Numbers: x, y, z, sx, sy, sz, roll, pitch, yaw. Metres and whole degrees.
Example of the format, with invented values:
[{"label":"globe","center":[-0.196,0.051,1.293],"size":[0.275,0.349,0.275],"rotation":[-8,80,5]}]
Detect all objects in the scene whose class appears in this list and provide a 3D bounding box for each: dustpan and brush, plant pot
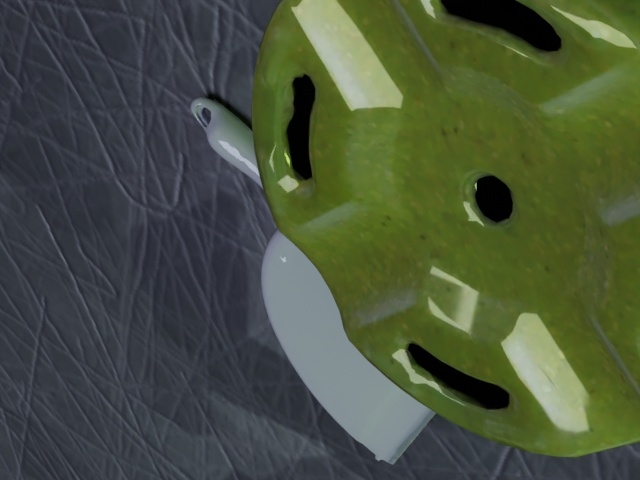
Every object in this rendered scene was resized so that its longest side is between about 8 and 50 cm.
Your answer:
[{"label":"dustpan and brush","center":[0.000,0.000,0.934],"size":[0.211,0.060,0.147],"rotation":[39,128,6]},{"label":"plant pot","center":[0.122,-0.066,0.605],"size":[0.276,0.254,0.276],"rotation":[24,132,30]}]
